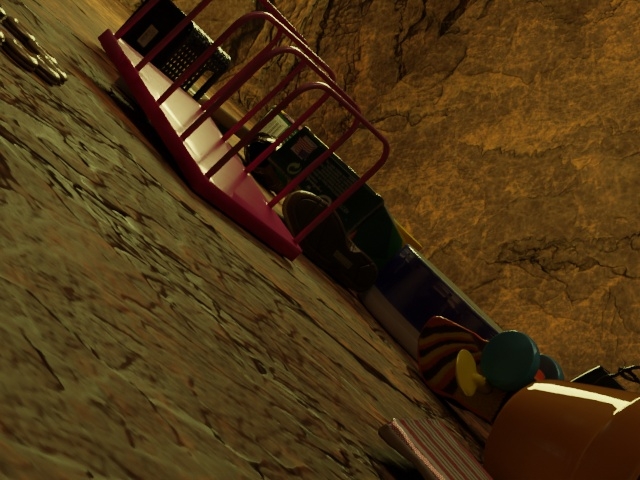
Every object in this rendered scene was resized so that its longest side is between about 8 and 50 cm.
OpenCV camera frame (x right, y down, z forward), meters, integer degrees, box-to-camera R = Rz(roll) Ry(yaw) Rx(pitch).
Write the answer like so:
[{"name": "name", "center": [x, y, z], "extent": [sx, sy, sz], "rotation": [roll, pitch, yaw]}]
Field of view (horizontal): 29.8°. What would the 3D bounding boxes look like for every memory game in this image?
[{"name": "memory game", "center": [-0.303, -0.207, 1.101], "extent": [0.186, 0.012, 0.186], "rotation": [43, 4, -3]}]

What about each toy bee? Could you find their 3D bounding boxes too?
[{"name": "toy bee", "center": [0.220, 0.188, 1.386], "extent": [0.195, 0.162, 0.298], "rotation": [32, -16, -27]}]

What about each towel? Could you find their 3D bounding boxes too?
[{"name": "towel", "center": [0.111, 0.196, 0.905], "extent": [0.144, 0.029, 0.197], "rotation": [47, 6, 18]}]

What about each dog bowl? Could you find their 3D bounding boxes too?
[{"name": "dog bowl", "center": [0.183, 0.129, 1.712], "extent": [0.265, 0.104, 0.265], "rotation": [43, 4, -4]}]

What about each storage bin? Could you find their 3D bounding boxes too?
[{"name": "storage bin", "center": [-0.224, -0.271, 1.747], "extent": [0.084, 0.122, 0.180], "rotation": [40, 5, -39]}]

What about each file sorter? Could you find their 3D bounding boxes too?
[{"name": "file sorter", "center": [-0.083, -0.165, 1.393], "extent": [0.202, 0.182, 0.290], "rotation": [38, 14, -51]}]

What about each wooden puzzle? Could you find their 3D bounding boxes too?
[{"name": "wooden puzzle", "center": [-0.237, -0.263, 2.166], "extent": [0.239, 0.044, 0.221], "rotation": [40, 3, 28]}]

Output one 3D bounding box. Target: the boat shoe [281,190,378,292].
[{"name": "boat shoe", "center": [0.000, 0.000, 1.641], "extent": [0.190, 0.068, 0.072], "rotation": [52, -14, -33]}]

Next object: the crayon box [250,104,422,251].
[{"name": "crayon box", "center": [0.026, -0.111, 2.659], "extent": [0.313, 0.106, 0.363], "rotation": [42, 5, -35]}]

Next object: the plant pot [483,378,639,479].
[{"name": "plant pot", "center": [0.250, 0.210, 1.048], "extent": [0.205, 0.205, 0.188], "rotation": [40, -10, -36]}]

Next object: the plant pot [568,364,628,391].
[{"name": "plant pot", "center": [0.379, 0.278, 1.655], "extent": [0.187, 0.167, 0.188], "rotation": [46, 4, 21]}]

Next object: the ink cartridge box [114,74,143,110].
[{"name": "ink cartridge box", "center": [-0.219, -0.183, 1.556], "extent": [0.063, 0.029, 0.115], "rotation": [44, 3, 9]}]

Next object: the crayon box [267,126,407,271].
[{"name": "crayon box", "center": [0.054, -0.013, 1.848], "extent": [0.202, 0.081, 0.318], "rotation": [45, -6, 34]}]

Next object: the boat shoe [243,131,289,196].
[{"name": "boat shoe", "center": [-0.094, -0.147, 2.078], "extent": [0.073, 0.073, 0.207], "rotation": [45, 3, -30]}]
